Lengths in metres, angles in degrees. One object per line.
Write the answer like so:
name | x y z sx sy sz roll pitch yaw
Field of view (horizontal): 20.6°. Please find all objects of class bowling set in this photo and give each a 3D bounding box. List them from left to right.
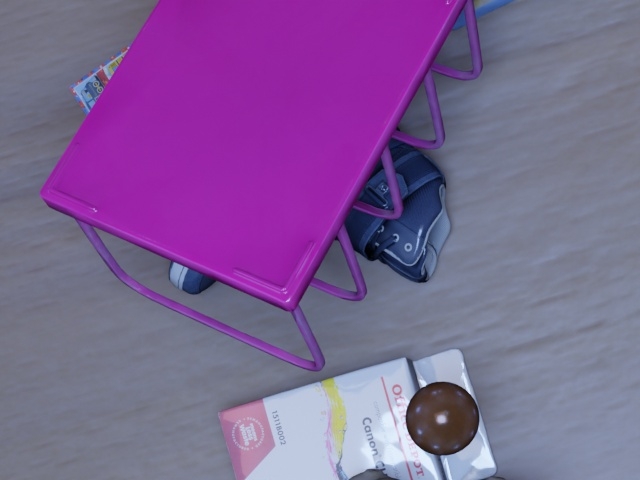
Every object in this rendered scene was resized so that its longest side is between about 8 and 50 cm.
bowling set | 0.096 0.209 1.308 0.287 0.154 0.200 9 83 -5

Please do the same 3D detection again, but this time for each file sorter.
file sorter | -0.025 -0.079 1.299 0.202 0.182 0.291 23 71 20

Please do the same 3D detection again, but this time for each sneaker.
sneaker | 0.000 -0.001 1.417 0.226 0.086 0.163 -43 77 1

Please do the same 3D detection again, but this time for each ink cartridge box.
ink cartridge box | 0.031 0.163 1.405 0.198 0.067 0.115 -18 82 6

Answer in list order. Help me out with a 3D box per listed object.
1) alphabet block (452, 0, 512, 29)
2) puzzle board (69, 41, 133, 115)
alphabet block | 0.138 -0.310 1.379 0.193 0.192 0.197 -26 80 3
puzzle board | -0.140 -0.106 1.487 0.096 0.011 0.128 -35 81 3
